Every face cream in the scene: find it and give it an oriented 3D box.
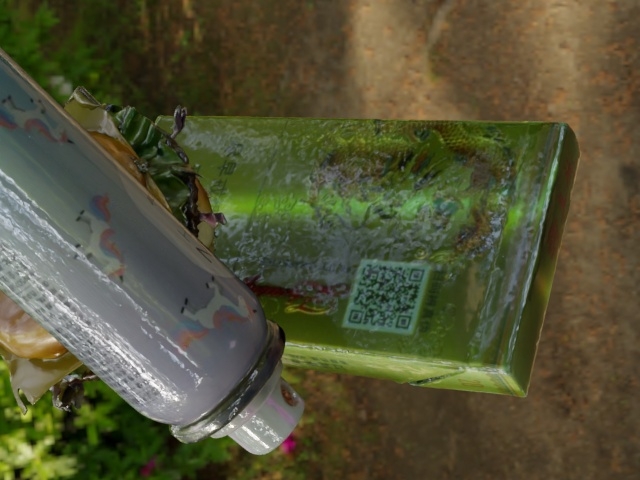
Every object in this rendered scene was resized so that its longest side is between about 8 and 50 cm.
[{"bbox_3d":[-0.096,0.007,0.514,0.229,0.075,0.075,46,151,-18],"label":"face cream"}]

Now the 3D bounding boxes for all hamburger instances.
[{"bbox_3d":[-0.135,0.011,0.711,0.190,0.093,0.164,-35,57,18],"label":"hamburger"}]

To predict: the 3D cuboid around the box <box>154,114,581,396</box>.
[{"bbox_3d":[0.000,0.000,0.788,0.311,0.043,0.173,4,62,28],"label":"box"}]
